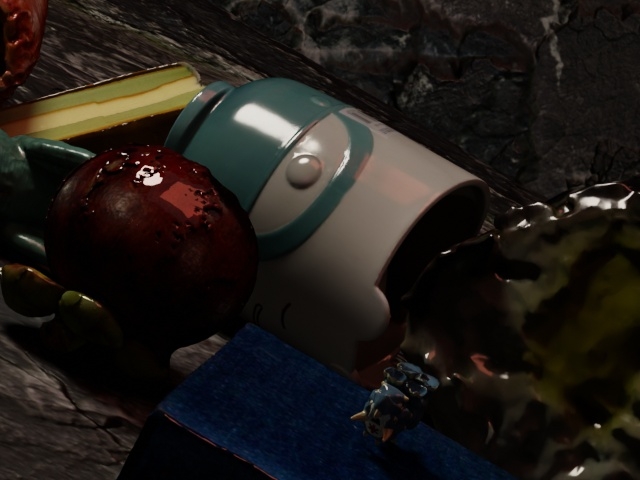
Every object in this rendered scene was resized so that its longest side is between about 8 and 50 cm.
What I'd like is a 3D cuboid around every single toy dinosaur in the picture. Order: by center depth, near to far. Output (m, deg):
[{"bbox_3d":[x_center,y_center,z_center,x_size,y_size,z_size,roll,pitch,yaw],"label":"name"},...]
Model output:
[{"bbox_3d":[0.048,0.105,1.145,0.031,0.047,0.083,33,15,16],"label":"toy dinosaur"},{"bbox_3d":[-0.304,-0.070,1.529,0.383,0.129,0.331,18,7,-40],"label":"toy dinosaur"}]

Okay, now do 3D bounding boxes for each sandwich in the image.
[{"bbox_3d":[-0.221,-0.128,1.783,0.187,0.144,0.117,20,13,-34],"label":"sandwich"}]

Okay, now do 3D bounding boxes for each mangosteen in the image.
[{"bbox_3d":[-0.139,0.020,1.356,0.166,0.180,0.166,40,-12,11],"label":"mangosteen"}]

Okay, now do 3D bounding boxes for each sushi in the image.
[{"bbox_3d":[0.240,0.099,1.513,0.299,0.281,0.294,61,16,7],"label":"sushi"}]

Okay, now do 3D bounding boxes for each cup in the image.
[{"bbox_3d":[0.000,0.000,1.647,0.258,0.219,0.289,32,-17,18],"label":"cup"}]

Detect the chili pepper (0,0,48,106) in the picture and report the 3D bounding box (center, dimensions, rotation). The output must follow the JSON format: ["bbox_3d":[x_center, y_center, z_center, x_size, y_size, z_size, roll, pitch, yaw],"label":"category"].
[{"bbox_3d":[-0.383,-0.246,1.735,0.251,0.229,0.305,41,7,-22],"label":"chili pepper"}]

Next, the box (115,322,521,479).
[{"bbox_3d":[0.025,0.186,1.127,0.279,0.116,0.261,28,11,6],"label":"box"}]
